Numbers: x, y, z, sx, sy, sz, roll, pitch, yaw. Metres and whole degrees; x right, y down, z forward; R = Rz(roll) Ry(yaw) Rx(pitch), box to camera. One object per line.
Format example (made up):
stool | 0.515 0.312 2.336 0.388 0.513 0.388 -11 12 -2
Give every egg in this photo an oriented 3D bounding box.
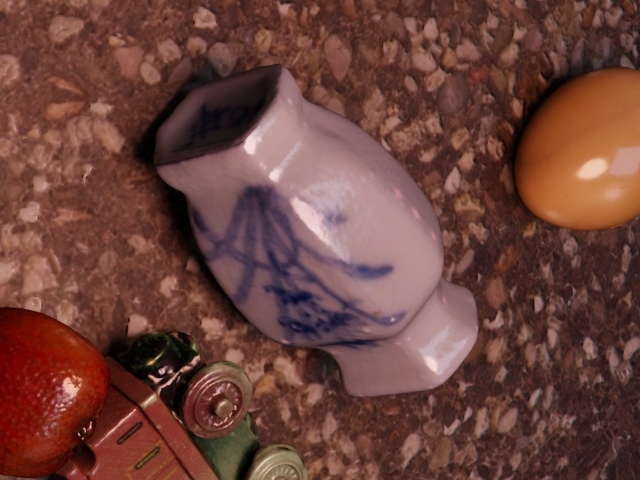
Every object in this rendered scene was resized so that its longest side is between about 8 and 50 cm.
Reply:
egg | 0.361 -0.114 2.001 0.244 0.201 0.201 -32 119 -24

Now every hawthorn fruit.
hawthorn fruit | -0.301 0.138 1.475 0.188 0.169 0.169 35 70 -1

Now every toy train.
toy train | -0.154 0.244 1.648 0.221 0.150 0.304 -43 126 -16

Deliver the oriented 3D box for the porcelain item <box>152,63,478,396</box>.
porcelain item | 0.000 0.000 1.669 0.405 0.242 0.178 49 47 -34
